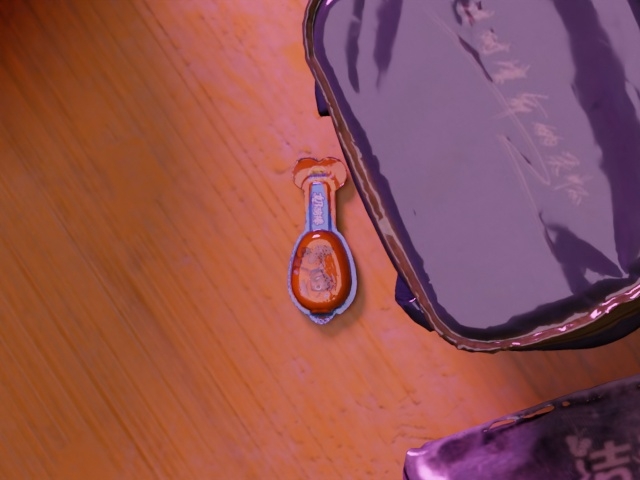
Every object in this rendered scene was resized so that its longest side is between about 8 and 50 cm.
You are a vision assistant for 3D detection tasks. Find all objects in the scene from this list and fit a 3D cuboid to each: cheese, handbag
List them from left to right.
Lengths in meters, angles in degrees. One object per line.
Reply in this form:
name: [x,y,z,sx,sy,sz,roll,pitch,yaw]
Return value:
cheese: [0.000,0.000,1.190,0.047,0.017,0.111,-2,89,9]
handbag: [0.119,-0.063,1.049,0.222,0.241,0.263,-23,84,10]

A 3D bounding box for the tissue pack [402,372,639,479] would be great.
tissue pack: [0.211,0.251,0.969,0.259,0.122,0.361,-13,63,-6]
